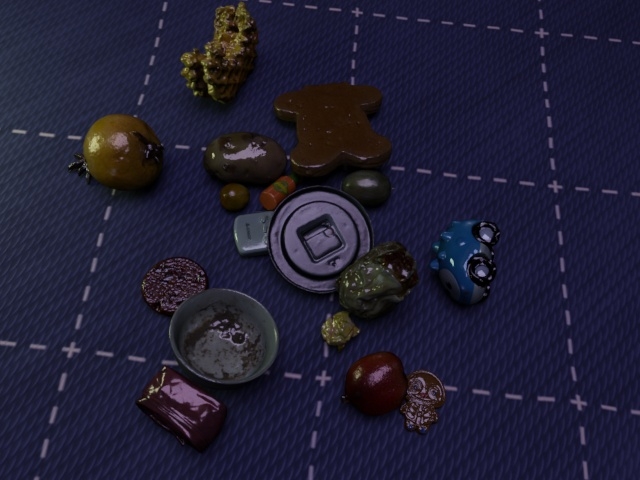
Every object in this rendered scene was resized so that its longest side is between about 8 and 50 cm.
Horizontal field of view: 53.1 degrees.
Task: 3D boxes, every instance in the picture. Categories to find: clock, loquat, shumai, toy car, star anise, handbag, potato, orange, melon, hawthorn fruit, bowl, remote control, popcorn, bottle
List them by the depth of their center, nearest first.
[{"bbox_3d":[-0.357,0.436,1.642,0.225,0.146,0.135,32,62,10],"label":"handbag"},{"bbox_3d":[0.138,0.379,1.696,0.188,0.169,0.169,-13,65,-7],"label":"hawthorn fruit"},{"bbox_3d":[-0.265,0.284,1.708,0.289,0.146,0.289,11,48,-12],"label":"bowl"},{"bbox_3d":[0.187,0.113,1.770,0.256,0.218,0.189,-40,101,-23],"label":"shumai"},{"bbox_3d":[0.055,0.252,1.800,0.096,0.089,0.109,-19,49,26],"label":"popcorn"},{"bbox_3d":[0.415,0.057,1.864,0.190,0.188,0.255,8,65,9],"label":"toy car"},{"bbox_3d":[-0.001,0.000,1.882,0.318,0.066,0.319,1,80,-8],"label":"clock"},{"bbox_3d":[-0.587,-0.264,1.936,0.243,0.244,0.244,2,63,-3],"label":"loquat"},{"bbox_3d":[-0.115,-0.034,1.946,0.296,0.056,0.140,-8,63,-8],"label":"remote control"},{"bbox_3d":[-0.263,-0.135,1.974,0.095,0.085,0.085,-11,64,-22],"label":"orange"},{"bbox_3d":[-0.113,-0.167,1.995,0.069,0.069,0.187,31,46,12],"label":"bottle"},{"bbox_3d":[0.148,-0.164,1.998,0.167,0.114,0.114,0,63,-1],"label":"melon"},{"bbox_3d":[-0.234,-0.257,2.000,0.262,0.165,0.165,-2,63,-8],"label":"potato"},{"bbox_3d":[-0.728,-0.247,2.023,0.141,0.042,0.141,2,63,-4],"label":"star anise"}]

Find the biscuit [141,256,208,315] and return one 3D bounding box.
[{"bbox_3d":[-0.420,0.131,1.849,0.192,0.049,0.192,5,60,-8],"label":"biscuit"}]

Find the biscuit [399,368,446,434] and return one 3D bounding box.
[{"bbox_3d":[0.278,0.438,1.748,0.124,0.026,0.175,13,63,4],"label":"biscuit"}]

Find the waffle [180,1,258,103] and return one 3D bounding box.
[{"bbox_3d":[-0.319,-0.606,2.111,0.151,0.261,0.324,21,61,15],"label":"waffle"}]

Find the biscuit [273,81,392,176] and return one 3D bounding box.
[{"bbox_3d":[0.052,-0.366,2.083,0.368,0.076,0.394,-10,52,-10],"label":"biscuit"}]
